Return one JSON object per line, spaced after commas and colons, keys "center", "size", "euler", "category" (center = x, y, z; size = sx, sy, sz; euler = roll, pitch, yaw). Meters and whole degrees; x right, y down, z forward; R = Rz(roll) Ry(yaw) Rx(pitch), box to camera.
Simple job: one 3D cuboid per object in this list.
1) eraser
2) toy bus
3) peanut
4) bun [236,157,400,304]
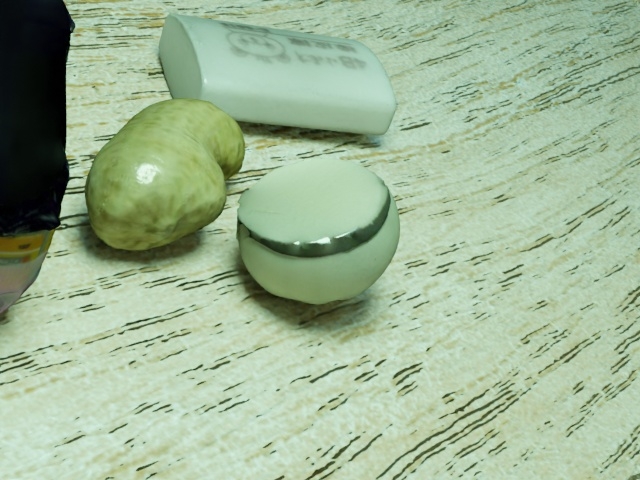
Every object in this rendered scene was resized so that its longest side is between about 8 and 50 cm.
{"center": [-0.055, -0.209, 1.466], "size": [0.270, 0.095, 0.174], "euler": [4, 37, -28], "category": "eraser"}
{"center": [-0.326, -0.090, 1.086], "size": [0.171, 0.162, 0.386], "euler": [8, 38, -19], "category": "toy bus"}
{"center": [-0.157, -0.074, 1.209], "size": [0.137, 0.122, 0.253], "euler": [32, 30, -6], "category": "peanut"}
{"center": [0.000, 0.000, 1.203], "size": [0.172, 0.120, 0.173], "euler": [-5, 40, 4], "category": "bun"}
